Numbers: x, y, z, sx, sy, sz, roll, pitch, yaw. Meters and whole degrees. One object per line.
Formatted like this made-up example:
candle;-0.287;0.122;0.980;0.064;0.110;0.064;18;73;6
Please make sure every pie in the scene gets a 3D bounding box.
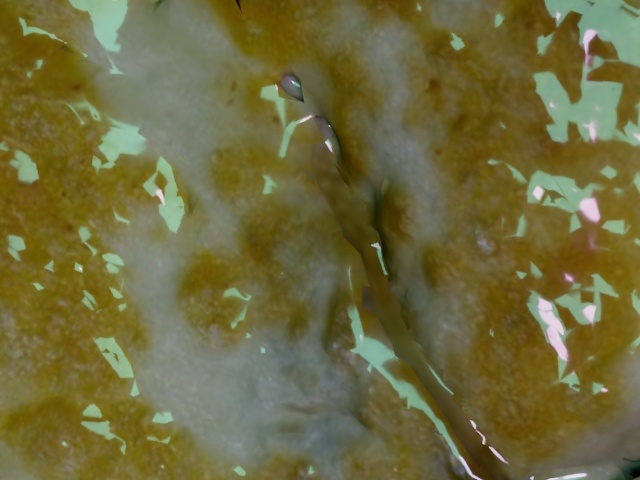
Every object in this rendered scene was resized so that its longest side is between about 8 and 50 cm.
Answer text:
pie;0.000;0.000;0.612;0.339;0.077;0.339;3;100;17
